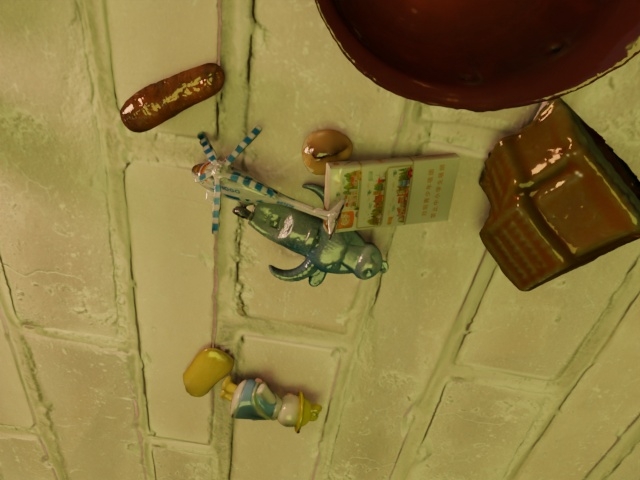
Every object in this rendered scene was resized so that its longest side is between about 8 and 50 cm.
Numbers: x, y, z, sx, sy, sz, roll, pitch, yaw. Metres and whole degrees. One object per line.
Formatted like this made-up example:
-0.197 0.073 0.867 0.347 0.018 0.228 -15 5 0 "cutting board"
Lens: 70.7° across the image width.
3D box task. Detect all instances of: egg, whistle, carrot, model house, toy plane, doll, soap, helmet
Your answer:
0.011 -0.143 0.727 0.083 0.071 0.071 -11 121 0 "egg"
0.000 0.000 0.807 0.269 0.093 0.180 21 98 -8 "whistle"
-0.232 -0.226 0.704 0.186 0.060 0.060 -23 118 15 "carrot"
0.365 -0.051 0.720 0.239 0.173 0.268 -39 81 39 "model house"
-0.090 -0.085 0.737 0.273 0.182 0.107 3 166 9 "toy plane"
-0.118 0.387 1.062 0.241 0.099 0.135 14 100 -5 "doll"
-0.270 0.307 1.061 0.089 0.033 0.168 38 118 -15 "soap"
0.166 -0.341 0.492 0.385 0.230 0.337 12 124 -13 "helmet"

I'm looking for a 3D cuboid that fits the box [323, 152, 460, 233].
0.116 -0.077 0.744 0.220 0.032 0.122 -7 125 -13 "box"
